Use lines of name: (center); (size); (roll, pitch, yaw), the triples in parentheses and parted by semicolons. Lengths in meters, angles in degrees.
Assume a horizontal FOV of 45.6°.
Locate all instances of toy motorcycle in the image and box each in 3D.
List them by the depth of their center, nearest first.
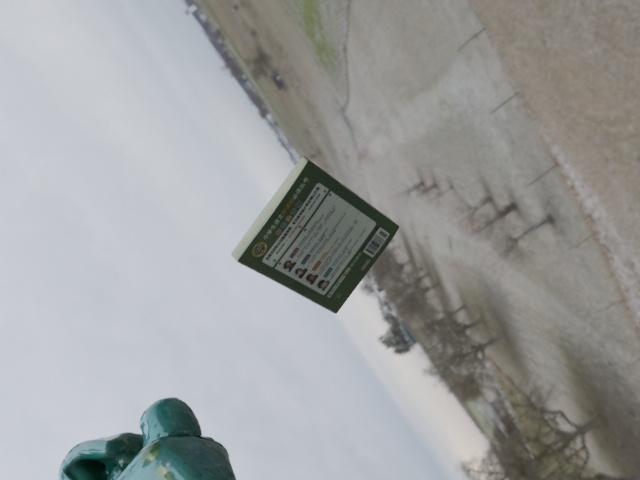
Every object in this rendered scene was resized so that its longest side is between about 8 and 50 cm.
toy motorcycle: (-0.103, 0.214, 0.508); (0.296, 0.198, 0.109); (17, 177, 43)

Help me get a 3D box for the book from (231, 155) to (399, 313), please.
book: (0.000, 0.000, 1.299); (0.264, 0.202, 0.027); (32, -173, -43)
